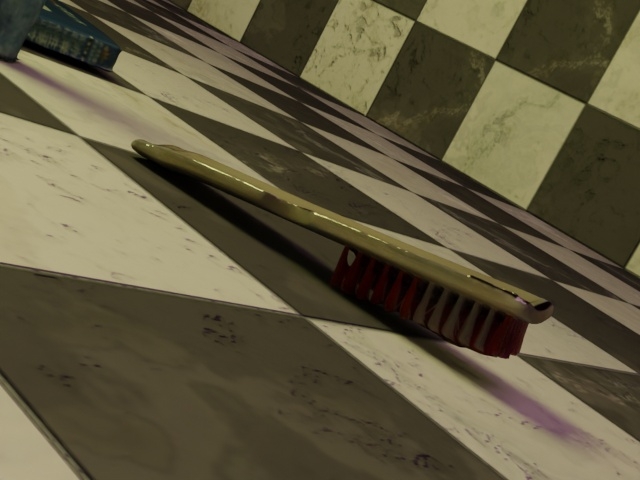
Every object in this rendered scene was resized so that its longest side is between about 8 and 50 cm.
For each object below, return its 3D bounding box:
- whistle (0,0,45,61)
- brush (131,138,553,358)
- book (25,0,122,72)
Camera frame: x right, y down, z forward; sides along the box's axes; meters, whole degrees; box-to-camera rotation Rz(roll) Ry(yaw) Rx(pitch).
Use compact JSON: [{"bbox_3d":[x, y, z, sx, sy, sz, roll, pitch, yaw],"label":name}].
[{"bbox_3d":[-0.208,-0.292,0.860,0.062,0.304,0.062,27,10,-5],"label":"whistle"},{"bbox_3d":[0.000,0.000,0.719,0.321,0.050,0.060,25,10,28],"label":"brush"},{"bbox_3d":[-0.429,-0.288,1.012,0.428,0.039,0.300,17,15,-45],"label":"book"}]
